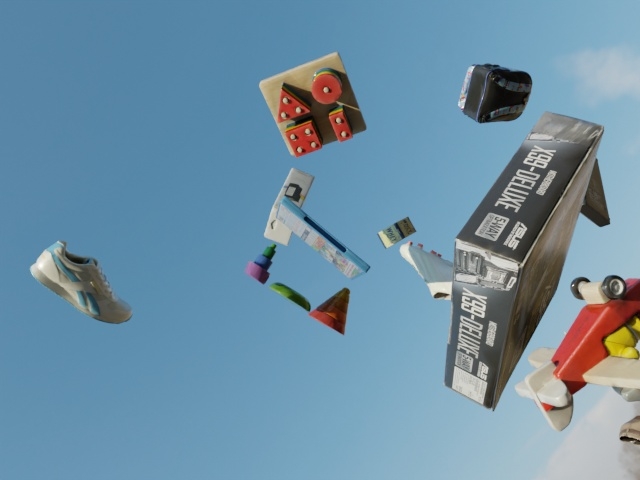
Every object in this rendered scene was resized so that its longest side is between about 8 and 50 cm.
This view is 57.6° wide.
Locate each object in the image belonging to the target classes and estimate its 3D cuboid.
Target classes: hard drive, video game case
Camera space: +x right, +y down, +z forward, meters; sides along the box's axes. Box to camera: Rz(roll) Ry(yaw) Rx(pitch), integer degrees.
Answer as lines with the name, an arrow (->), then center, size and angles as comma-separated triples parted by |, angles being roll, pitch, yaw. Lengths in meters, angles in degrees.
hard drive -> 0.455, -0.100, 0.996 | 0.094, 0.022, 0.135 | 24, -123, -35
video game case -> 0.000, 0.000, 0.916 | 0.015, 0.166, 0.119 | -50, 0, -12

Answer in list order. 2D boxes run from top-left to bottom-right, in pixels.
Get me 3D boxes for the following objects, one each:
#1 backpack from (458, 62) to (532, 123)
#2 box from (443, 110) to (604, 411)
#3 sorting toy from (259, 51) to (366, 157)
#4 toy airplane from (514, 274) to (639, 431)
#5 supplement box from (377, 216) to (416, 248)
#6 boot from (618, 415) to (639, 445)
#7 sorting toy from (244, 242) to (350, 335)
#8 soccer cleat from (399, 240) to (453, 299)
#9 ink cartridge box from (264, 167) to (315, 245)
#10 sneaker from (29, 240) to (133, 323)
backpack -> 0.493, -0.410, 1.619 | 0.173, 0.117, 0.158 | -7, -59, -24
box -> 0.247, 0.035, 0.732 | 0.242, 0.076, 0.308 | -48, -33, -31
sorting toy -> -0.021, -0.392, 1.752 | 0.257, 0.089, 0.256 | -17, -58, 14
toy airplane -> 0.665, 0.300, 1.398 | 0.384, 0.272, 0.386 | -47, 8, 32
supplement box -> 0.238, -0.024, 1.818 | 0.083, 0.056, 0.083 | -33, -5, 41
boot -> 0.720, 0.417, 1.280 | 0.087, 0.042, 0.118 | -30, -1, -35
sorting toy -> -0.038, 0.123, 1.564 | 0.365, 0.127, 0.126 | 38, -101, -32
soccer cleat -> 0.205, 0.061, 1.043 | 0.068, 0.196, 0.076 | 25, -86, -42
ink cartridge box -> -0.085, -0.093, 1.608 | 0.127, 0.072, 0.175 | 112, 179, -47
sneaker -> -0.488, 0.094, 1.234 | 0.228, 0.087, 0.092 | 41, -88, -26
